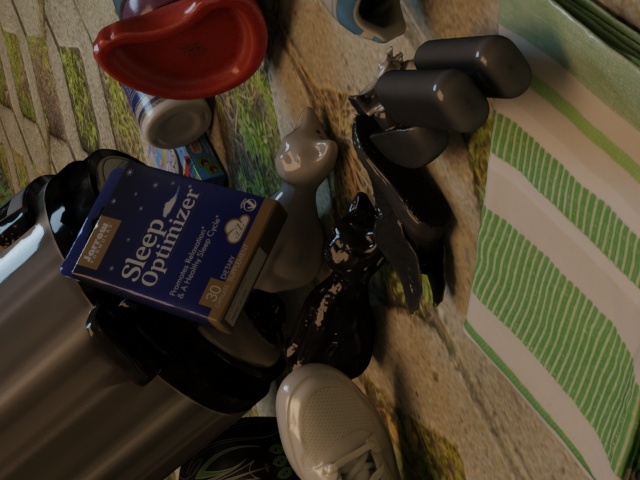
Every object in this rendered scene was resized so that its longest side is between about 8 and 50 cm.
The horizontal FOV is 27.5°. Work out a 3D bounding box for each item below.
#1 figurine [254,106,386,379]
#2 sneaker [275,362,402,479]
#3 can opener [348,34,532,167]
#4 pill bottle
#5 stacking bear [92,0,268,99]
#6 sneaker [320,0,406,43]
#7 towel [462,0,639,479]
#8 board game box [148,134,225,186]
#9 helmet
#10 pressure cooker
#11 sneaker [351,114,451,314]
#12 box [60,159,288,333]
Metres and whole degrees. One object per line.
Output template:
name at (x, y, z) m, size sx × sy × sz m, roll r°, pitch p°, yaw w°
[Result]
figurine at (0.000, 0.000, 1.319) m, size 0.215 × 0.092 × 0.209 m, roll 61°, pitch 148°, yaw 37°
sneaker at (0.065, 0.259, 1.262) m, size 0.169 × 0.108 × 0.292 m, roll 22°, pitch 140°, yaw 63°
can opener at (0.088, -0.106, 0.971) m, size 0.093 × 0.074 × 0.280 m, roll 50°, pitch 174°, yaw -9°
pill bottle at (-0.213, -0.211, 1.713) m, size 0.094 × 0.094 × 0.169 m, roll 104°, pitch 146°, yaw -53°
stacking bear at (-0.159, -0.313, 1.416) m, size 0.164 × 0.175 × 0.289 m, roll 49°, pitch -154°, yaw -61°
sneaker at (0.059, -0.254, 0.989) m, size 0.086 × 0.085 × 0.237 m, roll 37°, pitch 142°, yaw 19°
towel at (0.173, -0.001, 0.897) m, size 0.248 × 0.038 × 0.325 m, roll -127°, pitch 30°, yaw -49°
board game box at (-0.187, -0.105, 1.801) m, size 0.160 × 0.039 × 0.211 m, roll 98°, pitch 151°, yaw -48°
helmet at (-0.098, 0.303, 1.658) m, size 0.169 × 0.161 × 0.169 m, roll 166°, pitch 90°, yaw -70°
pressure cooker at (-0.242, 0.099, 1.553) m, size 0.375 × 0.420 × 0.370 m, roll 34°, pitch -158°, yaw -51°
sneaker at (0.066, -0.028, 1.148) m, size 0.170 × 0.051 × 0.089 m, roll 60°, pitch 151°, yaw 29°
box at (-0.158, -0.001, 1.313) m, size 0.225 × 0.136 × 0.036 m, roll 15°, pitch 161°, yaw 30°
